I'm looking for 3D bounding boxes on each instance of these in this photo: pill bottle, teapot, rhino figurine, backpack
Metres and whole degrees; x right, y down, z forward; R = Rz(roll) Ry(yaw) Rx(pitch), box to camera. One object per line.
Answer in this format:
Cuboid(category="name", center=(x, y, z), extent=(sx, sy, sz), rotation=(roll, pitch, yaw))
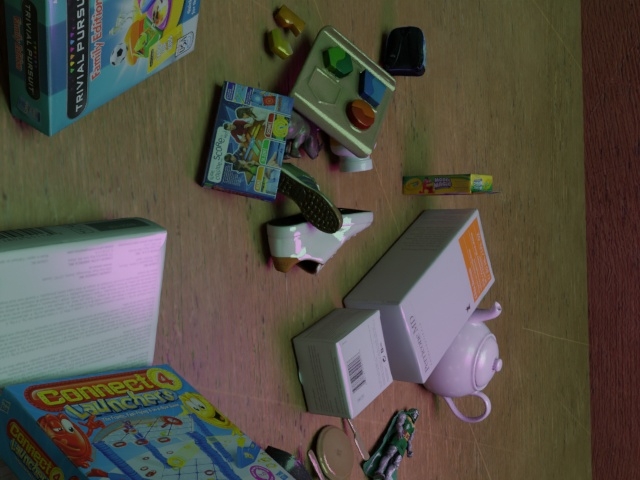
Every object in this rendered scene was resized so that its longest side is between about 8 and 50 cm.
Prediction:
Cuboid(category="pill bottle", center=(0.068, -0.246, 1.722), extent=(0.103, 0.103, 0.184), rotation=(-19, 106, -52))
Cuboid(category="teapot", center=(0.388, 0.314, 2.064), extent=(0.252, 0.187, 0.256), rotation=(-60, 144, -25))
Cuboid(category="rhino figurine", center=(-0.058, -0.219, 1.577), extent=(0.243, 0.073, 0.106), rotation=(10, 85, -55))
Cuboid(category="backpack", center=(0.209, -0.461, 1.917), extent=(0.084, 0.105, 0.114), rotation=(28, 65, -75))

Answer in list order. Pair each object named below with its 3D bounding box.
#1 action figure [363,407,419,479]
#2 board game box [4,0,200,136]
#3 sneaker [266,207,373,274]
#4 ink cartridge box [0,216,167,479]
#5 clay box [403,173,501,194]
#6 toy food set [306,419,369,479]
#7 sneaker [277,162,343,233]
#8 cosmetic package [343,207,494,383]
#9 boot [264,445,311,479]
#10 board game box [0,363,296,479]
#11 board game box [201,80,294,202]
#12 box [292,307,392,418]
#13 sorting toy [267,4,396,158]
Cuboid(category="action figure", center=(0.192, 0.506, 1.936), extent=(0.137, 0.063, 0.232), rotation=(61, 42, -29))
Cuboid(category="board game box", center=(-0.299, -0.336, 1.132), extent=(0.336, 0.079, 0.253), rotation=(-47, 163, -42))
Cuboid(category="sneaker", center=(0.000, 0.000, 1.645), extent=(0.290, 0.106, 0.123), rotation=(-14, 108, -43))
Cuboid(category="ink cartridge box", center=(-0.386, 0.167, 1.156), extent=(0.308, 0.091, 0.384), rotation=(-11, 116, -54))
Cuboid(category="clay box", center=(0.337, -0.142, 1.988), extent=(0.127, 0.222, 0.053), rotation=(-4, 93, -54))
Cuboid(category="toy food set", center=(0.028, 0.475, 1.722), extent=(0.192, 0.039, 0.132), rotation=(-25, 92, -55))
Cuboid(category="sneaker", center=(-0.021, -0.095, 1.565), extent=(0.064, 0.192, 0.086), rotation=(-56, 170, 29))
Cuboid(category="cosmetic package", center=(0.259, 0.122, 1.937), extent=(0.453, 0.162, 0.230), rotation=(-44, 124, -43))
Cuboid(category="boot", center=(-0.075, 0.584, 1.550), extent=(0.338, 0.118, 0.222), rotation=(54, 56, -30))
Cuboid(category="board game box", center=(-0.238, 0.302, 1.072), extent=(0.308, 0.302, 0.086), rotation=(3, 117, -58))
Cuboid(category="board game box", center=(-0.133, -0.182, 1.439), extent=(0.136, 0.035, 0.201), rotation=(13, 77, -11))
Cuboid(category="box", center=(0.051, 0.261, 1.688), extent=(0.182, 0.119, 0.181), rotation=(-31, 114, -50))
Cuboid(category="sorting toy", center=(0.019, -0.337, 1.594), extent=(0.307, 0.041, 0.229), rotation=(36, 55, -20))
